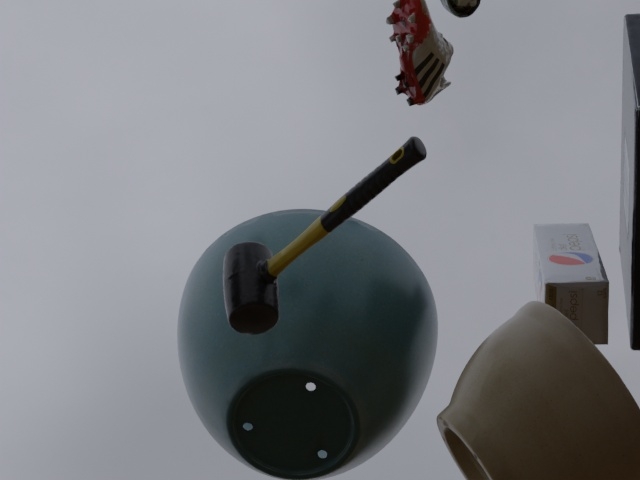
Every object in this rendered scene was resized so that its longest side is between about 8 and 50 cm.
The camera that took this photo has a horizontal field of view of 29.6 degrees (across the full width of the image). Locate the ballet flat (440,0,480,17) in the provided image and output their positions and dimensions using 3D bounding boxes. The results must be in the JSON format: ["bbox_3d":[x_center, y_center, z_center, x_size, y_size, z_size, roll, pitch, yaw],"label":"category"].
[{"bbox_3d":[0.204,-0.379,1.606,0.070,0.070,0.188,-6,-49,-15],"label":"ballet flat"}]

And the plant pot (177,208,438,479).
[{"bbox_3d":[-0.021,0.138,1.273,0.290,0.195,0.290,2,-64,4],"label":"plant pot"}]

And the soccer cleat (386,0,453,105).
[{"bbox_3d":[0.060,-0.113,0.696,0.035,0.029,0.083,-28,-39,-17],"label":"soccer cleat"}]

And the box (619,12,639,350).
[{"bbox_3d":[0.483,-0.062,1.289,0.312,0.179,0.343,-1,-49,10],"label":"box"}]

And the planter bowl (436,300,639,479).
[{"bbox_3d":[0.154,0.140,0.884,0.109,0.162,0.162,-31,-45,-10],"label":"planter bowl"}]

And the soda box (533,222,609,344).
[{"bbox_3d":[0.276,0.045,1.352,0.069,0.216,0.074,-1,-73,6],"label":"soda box"}]

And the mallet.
[{"bbox_3d":[0.000,0.000,0.803,0.039,0.062,0.189,27,-44,-33],"label":"mallet"}]
